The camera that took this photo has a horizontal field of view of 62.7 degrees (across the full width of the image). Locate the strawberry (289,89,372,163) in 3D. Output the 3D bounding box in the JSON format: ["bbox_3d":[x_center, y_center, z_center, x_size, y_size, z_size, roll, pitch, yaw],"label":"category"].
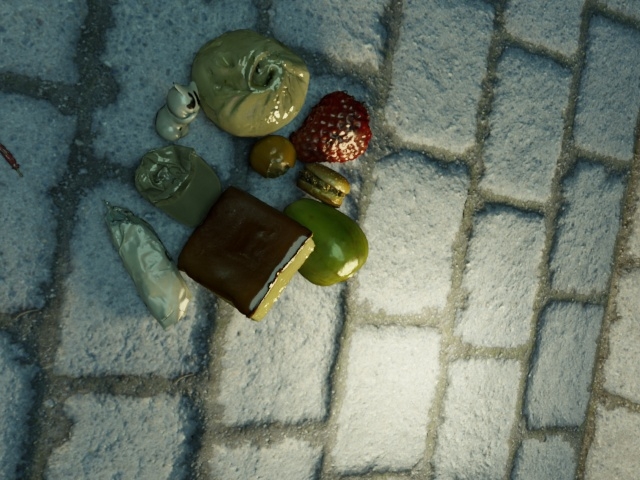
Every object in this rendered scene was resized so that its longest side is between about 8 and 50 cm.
[{"bbox_3d":[0.050,-0.372,1.773,0.280,0.150,0.253,-5,117,-24],"label":"strawberry"}]

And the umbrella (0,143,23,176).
[{"bbox_3d":[-0.872,-0.247,1.443,0.025,0.027,0.165,-28,112,7],"label":"umbrella"}]

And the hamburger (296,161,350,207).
[{"bbox_3d":[0.006,-0.194,1.779,0.191,0.182,0.118,23,92,-29],"label":"hamburger"}]

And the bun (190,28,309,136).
[{"bbox_3d":[-0.215,-0.482,1.622,0.362,0.234,0.326,12,96,-20],"label":"bun"}]

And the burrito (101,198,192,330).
[{"bbox_3d":[-0.527,0.061,1.601,0.139,0.101,0.446,-29,107,-16],"label":"burrito"}]

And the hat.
[{"bbox_3d":[-0.447,-0.169,1.637,0.214,0.149,0.245,-57,151,-17],"label":"hat"}]

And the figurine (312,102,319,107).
[{"bbox_3d":[0.023,-0.463,1.838,0.106,0.047,0.060,-14,60,-18],"label":"figurine"}]

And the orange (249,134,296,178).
[{"bbox_3d":[-0.154,-0.269,1.718,0.156,0.134,0.157,-8,129,-10],"label":"orange"}]

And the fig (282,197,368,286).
[{"bbox_3d":[0.000,0.000,1.776,0.258,0.258,0.326,-44,94,-15],"label":"fig"}]

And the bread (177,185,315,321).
[{"bbox_3d":[-0.231,0.039,1.624,0.333,0.143,0.324,30,79,20],"label":"bread"}]

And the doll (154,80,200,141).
[{"bbox_3d":[-0.423,-0.381,1.565,0.107,0.181,0.110,43,32,-2],"label":"doll"}]
